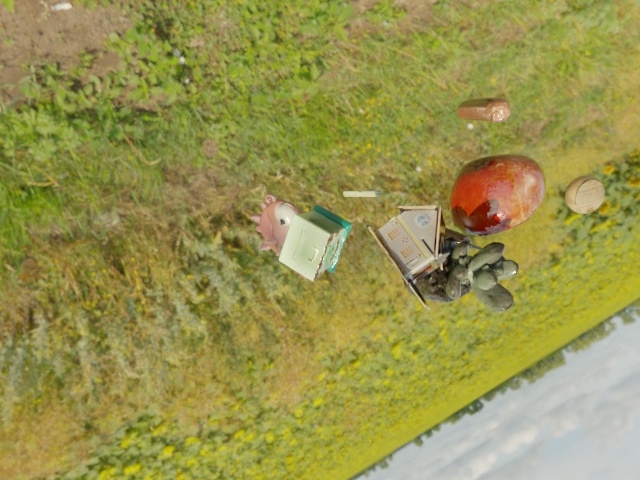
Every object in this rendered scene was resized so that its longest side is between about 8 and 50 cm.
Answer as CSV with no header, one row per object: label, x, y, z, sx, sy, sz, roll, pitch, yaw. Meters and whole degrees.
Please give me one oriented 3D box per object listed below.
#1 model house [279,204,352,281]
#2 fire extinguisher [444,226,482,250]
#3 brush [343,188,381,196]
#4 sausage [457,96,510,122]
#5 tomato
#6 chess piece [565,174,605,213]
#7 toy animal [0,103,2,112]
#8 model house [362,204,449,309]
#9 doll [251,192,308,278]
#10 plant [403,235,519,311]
model house,0.000,0.000,1.224,0.149,0.100,0.127,-26,141,-57
fire extinguisher,0.344,-0.006,1.480,0.078,0.157,0.045,11,102,-36
brush,0.092,-0.105,1.245,0.084,0.013,0.016,0,140,8
sausage,0.223,-0.180,0.776,0.030,0.035,0.147,-20,-164,0
tomato,0.397,-0.129,1.293,0.233,0.200,0.139,-54,126,-27
chess piece,0.574,-0.100,1.221,0.084,0.083,0.038,-30,-157,-6
toy animal,-0.630,-0.272,0.990,0.083,0.070,0.159,-50,156,-18
model house,0.203,0.014,1.097,0.136,0.207,0.219,-37,161,8
doll,-0.082,-0.011,1.492,0.093,0.211,0.262,-47,130,-43
plant,0.295,0.064,1.205,0.149,0.146,0.274,-32,-163,-25
